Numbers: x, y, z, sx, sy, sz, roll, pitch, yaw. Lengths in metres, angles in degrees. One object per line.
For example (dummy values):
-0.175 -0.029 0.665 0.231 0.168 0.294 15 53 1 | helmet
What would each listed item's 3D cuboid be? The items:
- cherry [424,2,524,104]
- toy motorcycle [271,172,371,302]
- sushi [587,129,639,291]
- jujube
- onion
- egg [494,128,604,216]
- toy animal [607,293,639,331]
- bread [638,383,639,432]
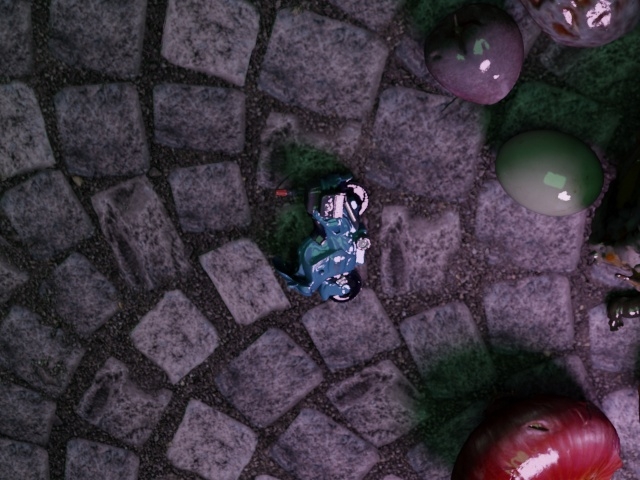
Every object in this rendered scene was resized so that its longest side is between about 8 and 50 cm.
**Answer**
0.271 -0.324 1.728 0.176 0.140 0.176 1 134 1 | cherry
0.000 0.000 1.927 0.182 0.123 0.272 -1 114 -11 | toy motorcycle
0.567 -0.106 1.609 0.175 0.417 0.418 19 114 1 | sushi
0.396 -0.452 1.592 0.215 0.246 0.308 -33 88 -14 | jujube
0.399 0.412 1.942 0.347 0.285 0.348 -14 138 -13 | onion
0.402 -0.120 1.769 0.192 0.149 0.149 23 114 14 | egg
0.607 0.130 1.882 0.135 0.047 0.065 -8 101 21 | toy animal
0.710 0.221 1.813 0.194 0.179 0.340 17 137 -4 | bread
